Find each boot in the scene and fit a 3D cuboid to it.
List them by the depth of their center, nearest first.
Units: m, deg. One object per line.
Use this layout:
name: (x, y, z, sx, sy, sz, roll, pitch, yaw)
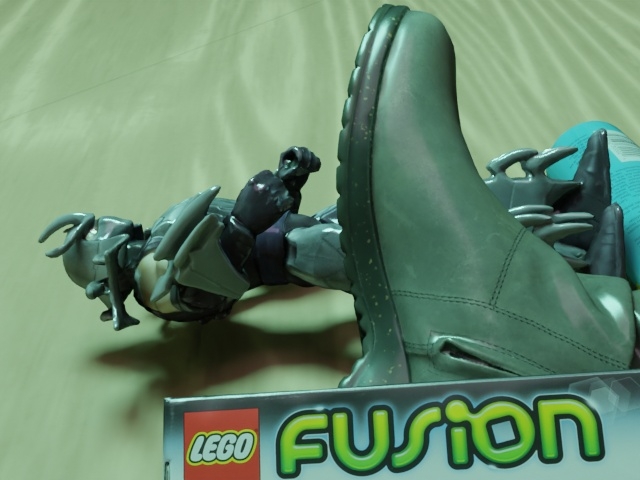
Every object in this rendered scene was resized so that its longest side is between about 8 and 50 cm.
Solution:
boot: (0.089, 0.023, 0.463, 0.161, 0.083, 0.246, -2, 66, 8)

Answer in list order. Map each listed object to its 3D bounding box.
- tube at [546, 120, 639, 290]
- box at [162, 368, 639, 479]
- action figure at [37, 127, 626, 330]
tube: (0.181, -0.002, 0.657, 0.080, 0.052, 0.207, -14, 29, -6)
box: (0.057, 0.099, 0.372, 0.207, 0.036, 0.114, -4, 68, 5)
action figure: (0.000, 0.000, 0.618, 0.285, 0.099, 0.185, 0, 16, 6)
